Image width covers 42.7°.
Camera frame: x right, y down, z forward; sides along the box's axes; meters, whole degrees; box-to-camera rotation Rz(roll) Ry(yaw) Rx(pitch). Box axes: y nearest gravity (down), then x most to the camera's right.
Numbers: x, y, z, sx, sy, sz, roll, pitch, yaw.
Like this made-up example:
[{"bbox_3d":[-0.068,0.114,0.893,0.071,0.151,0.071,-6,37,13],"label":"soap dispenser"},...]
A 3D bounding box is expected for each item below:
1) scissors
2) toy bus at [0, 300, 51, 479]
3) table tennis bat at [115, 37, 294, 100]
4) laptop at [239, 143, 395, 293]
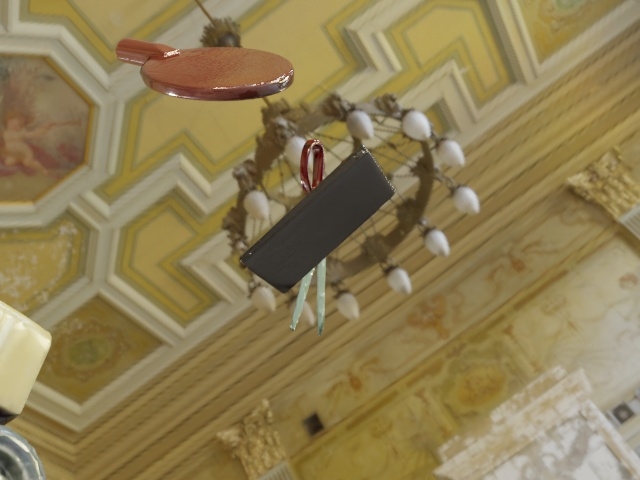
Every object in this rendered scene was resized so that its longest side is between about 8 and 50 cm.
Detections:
[{"bbox_3d":[0.000,0.000,1.084,0.144,0.017,0.248,19,-103,-59],"label":"scissors"},{"bbox_3d":[-0.260,0.158,0.282,0.176,0.365,0.202,-23,-53,37],"label":"toy bus"},{"bbox_3d":[-0.177,-0.251,1.170,0.200,0.310,0.038,-30,-51,-45],"label":"table tennis bat"},{"bbox_3d":[0.001,-0.021,0.984,0.197,0.016,0.135,-41,-28,1],"label":"laptop"}]
